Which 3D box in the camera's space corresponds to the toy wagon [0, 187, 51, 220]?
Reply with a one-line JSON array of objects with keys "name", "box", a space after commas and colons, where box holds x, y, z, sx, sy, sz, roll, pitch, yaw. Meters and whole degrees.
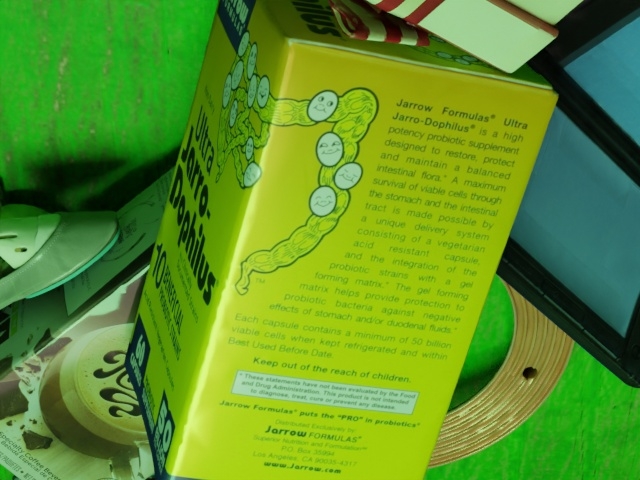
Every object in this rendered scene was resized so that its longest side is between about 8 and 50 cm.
[{"name": "toy wagon", "box": [-0.364, 0.010, 1.542, 0.344, 0.068, 0.267, -3, 137, 2]}]

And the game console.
[{"name": "game console", "box": [0.271, -0.054, 1.395, 0.293, 0.250, 0.173, 38, 152, -32]}]

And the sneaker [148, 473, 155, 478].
[{"name": "sneaker", "box": [-0.210, 0.178, 1.686, 0.302, 0.108, 0.121, -2, 132, 1]}]

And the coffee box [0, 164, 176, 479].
[{"name": "coffee box", "box": [-0.149, 0.081, 1.475, 0.297, 0.119, 0.168, -38, 119, 15]}]

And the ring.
[{"name": "ring", "box": [0.065, 0.078, 1.592, 0.337, 0.032, 0.336, -2, 124, -3]}]

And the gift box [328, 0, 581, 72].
[{"name": "gift box", "box": [0.068, -0.290, 1.089, 0.276, 0.255, 0.258, 25, 130, -31]}]

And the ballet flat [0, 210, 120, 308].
[{"name": "ballet flat", "box": [-0.262, 0.020, 1.454, 0.213, 0.072, 0.068, -29, 121, 26]}]

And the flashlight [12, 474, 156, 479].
[{"name": "flashlight", "box": [-0.148, 0.266, 1.736, 0.304, 0.103, 0.103, -2, 154, -18]}]

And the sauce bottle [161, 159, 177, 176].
[{"name": "sauce bottle", "box": [-0.121, -0.013, 1.531, 0.042, 0.042, 0.128, 4, 135, -3]}]

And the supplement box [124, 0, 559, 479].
[{"name": "supplement box", "box": [0.000, 0.000, 1.270, 0.195, 0.194, 0.356, 8, 114, -19]}]
